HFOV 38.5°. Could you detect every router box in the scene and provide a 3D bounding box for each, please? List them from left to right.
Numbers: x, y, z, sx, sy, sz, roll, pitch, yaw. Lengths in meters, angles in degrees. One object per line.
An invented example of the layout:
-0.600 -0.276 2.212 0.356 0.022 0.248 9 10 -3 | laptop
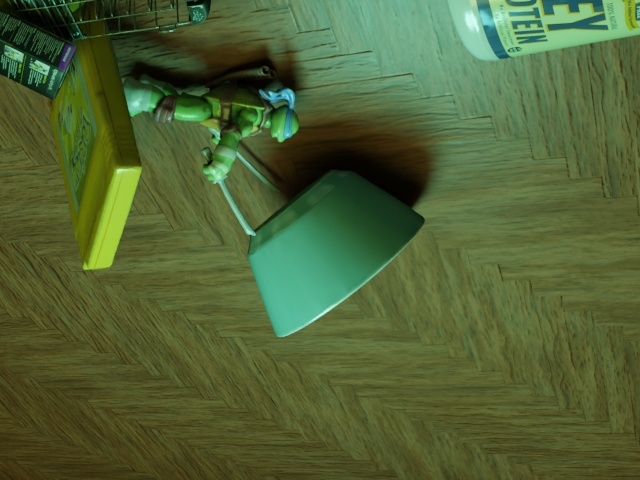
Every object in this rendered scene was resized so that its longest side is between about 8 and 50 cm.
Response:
-0.429 -0.268 1.316 0.133 0.046 0.179 26 167 -17 | router box

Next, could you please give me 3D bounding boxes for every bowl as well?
0.000 0.000 1.510 0.163 0.311 0.311 50 133 -5 | bowl

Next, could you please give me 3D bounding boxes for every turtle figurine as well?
-0.181 -0.149 1.433 0.266 0.198 0.275 18 137 1 | turtle figurine

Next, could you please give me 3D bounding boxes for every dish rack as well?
-0.291 -0.359 1.237 0.271 0.074 0.208 -8 148 4 | dish rack

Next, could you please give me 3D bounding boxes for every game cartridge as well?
-0.351 -0.152 1.397 0.052 0.324 0.285 -3 147 -26 | game cartridge

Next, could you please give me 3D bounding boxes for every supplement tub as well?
0.312 -0.341 1.025 0.324 0.235 0.235 -6 137 23 | supplement tub

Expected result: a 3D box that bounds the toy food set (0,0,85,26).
-0.420 -0.377 1.322 0.217 0.071 0.128 -22 150 27 | toy food set
